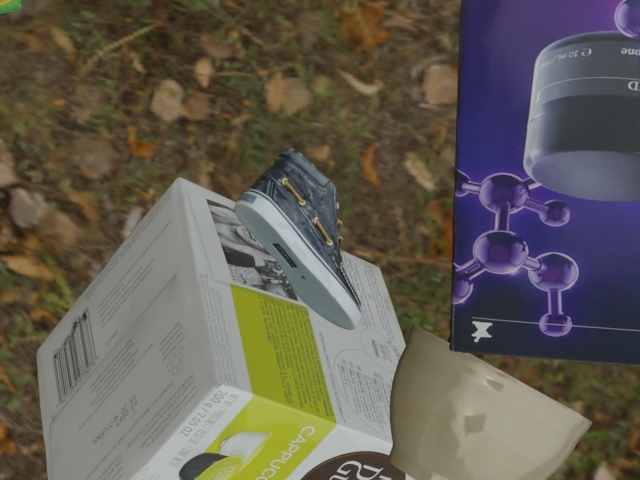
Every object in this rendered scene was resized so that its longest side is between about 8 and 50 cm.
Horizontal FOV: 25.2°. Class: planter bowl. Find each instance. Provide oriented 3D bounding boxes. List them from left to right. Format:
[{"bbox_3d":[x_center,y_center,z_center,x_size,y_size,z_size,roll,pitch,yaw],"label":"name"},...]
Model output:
[{"bbox_3d":[0.120,0.153,1.149,0.162,0.162,0.109,31,87,-33],"label":"planter bowl"}]

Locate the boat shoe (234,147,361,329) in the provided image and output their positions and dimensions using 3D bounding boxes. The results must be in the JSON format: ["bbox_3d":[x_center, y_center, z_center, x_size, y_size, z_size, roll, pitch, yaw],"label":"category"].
[{"bbox_3d":[0.000,0.000,1.373,0.083,0.065,0.183,-51,121,-24],"label":"boat shoe"}]

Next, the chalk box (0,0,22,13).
[{"bbox_3d":[-0.421,-0.333,1.628,0.132,0.132,0.213,-18,143,-32],"label":"chalk box"}]

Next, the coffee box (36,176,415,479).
[{"bbox_3d":[-0.108,0.200,1.739,0.334,0.338,0.338,24,122,-33],"label":"coffee box"}]

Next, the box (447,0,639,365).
[{"bbox_3d":[0.179,-0.049,0.499,0.261,0.103,0.184,3,129,8],"label":"box"}]
